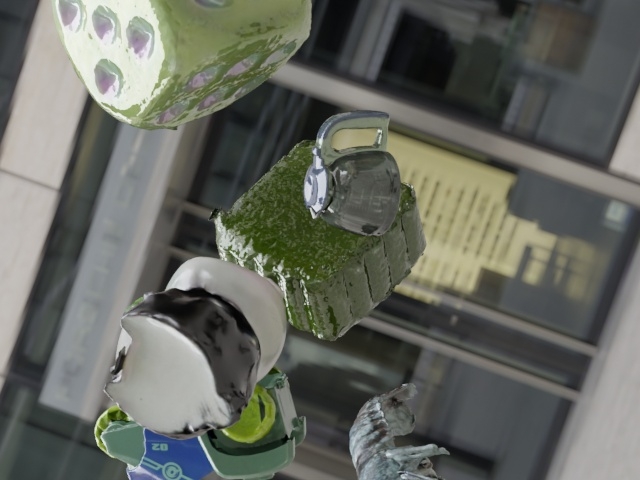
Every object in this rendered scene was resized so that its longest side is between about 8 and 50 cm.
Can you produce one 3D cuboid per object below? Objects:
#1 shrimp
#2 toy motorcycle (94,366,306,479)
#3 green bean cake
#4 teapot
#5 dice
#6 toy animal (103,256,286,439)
[{"bbox_3d":[0.117,0.342,1.944,0.410,0.166,0.221,-122,35,-56],"label":"shrimp"},{"bbox_3d":[-0.190,0.329,2.266,0.191,0.327,0.199,-38,-69,-81],"label":"toy motorcycle"},{"bbox_3d":[0.000,0.000,2.092,0.250,0.247,0.156,-46,-34,-26],"label":"green bean cake"},{"bbox_3d":[0.039,-0.076,1.743,0.149,0.108,0.111,-67,34,34],"label":"teapot"},{"bbox_3d":[-0.184,-0.308,1.843,0.252,0.249,0.254,-24,-10,-38],"label":"dice"},{"bbox_3d":[-0.166,0.134,1.898,0.266,0.213,0.212,-56,-15,-65],"label":"toy animal"}]
